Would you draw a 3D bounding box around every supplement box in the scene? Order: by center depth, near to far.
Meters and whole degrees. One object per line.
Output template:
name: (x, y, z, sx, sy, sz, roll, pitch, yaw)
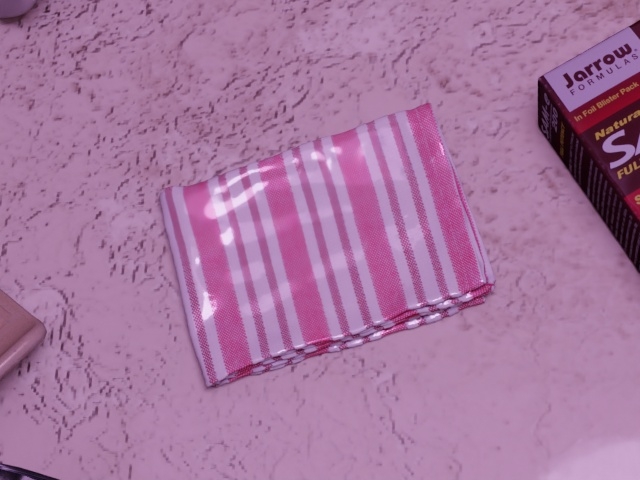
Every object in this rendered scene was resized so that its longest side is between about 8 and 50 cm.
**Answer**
supplement box: (0.248, -0.026, 0.800, 0.130, 0.073, 0.239, -30, 67, -3)

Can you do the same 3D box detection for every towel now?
towel: (0.000, 0.000, 0.853, 0.197, 0.029, 0.144, -18, 67, 2)

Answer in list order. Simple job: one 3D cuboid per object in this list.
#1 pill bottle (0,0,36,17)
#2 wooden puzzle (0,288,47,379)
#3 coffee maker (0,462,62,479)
pill bottle: (-0.219, -0.310, 0.940, 0.152, 0.152, 0.272, 18, 73, 15)
wooden puzzle: (-0.329, 0.074, 0.854, 0.239, 0.044, 0.221, 34, 64, 24)
coffee maker: (-0.191, 0.216, 0.725, 0.120, 0.171, 0.178, -18, 51, 41)
